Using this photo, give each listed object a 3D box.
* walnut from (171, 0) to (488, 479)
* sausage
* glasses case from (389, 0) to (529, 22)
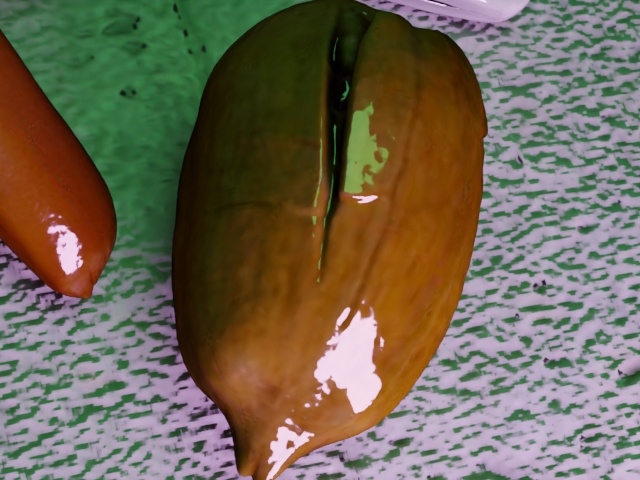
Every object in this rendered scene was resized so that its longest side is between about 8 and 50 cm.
[{"bbox_3d":[0.000,0.000,1.233,0.209,0.209,0.336,18,75,-13],"label":"walnut"},{"bbox_3d":[-0.221,-0.089,1.192,0.083,0.089,0.300,-33,111,7],"label":"sausage"},{"bbox_3d":[0.055,-0.229,1.413,0.233,0.059,0.092,15,67,-14],"label":"glasses case"}]
